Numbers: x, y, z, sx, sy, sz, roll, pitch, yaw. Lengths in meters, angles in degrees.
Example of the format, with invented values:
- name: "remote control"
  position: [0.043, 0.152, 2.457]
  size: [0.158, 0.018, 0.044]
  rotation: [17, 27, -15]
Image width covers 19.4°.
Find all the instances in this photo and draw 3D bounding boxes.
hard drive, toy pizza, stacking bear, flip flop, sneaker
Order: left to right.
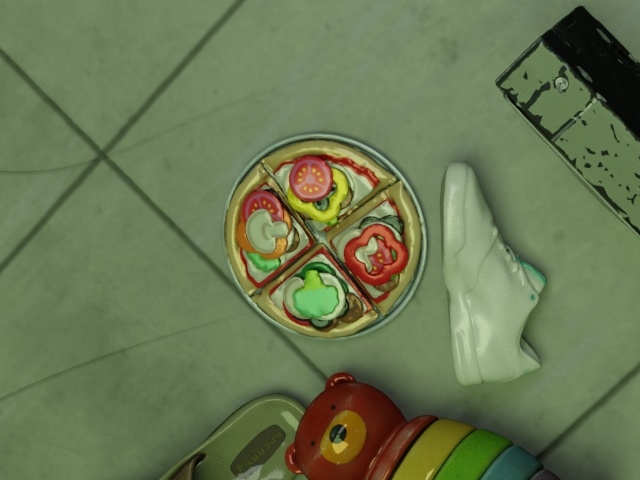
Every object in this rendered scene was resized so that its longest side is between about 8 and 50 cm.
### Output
- name: "flip flop"
  position: [-0.105, 0.256, 1.758]
  size: [0.277, 0.080, 0.112]
  rotation: [-45, 97, -12]
- name: "toy pizza"
  position: [0.000, 0.000, 1.753]
  size: [0.201, 0.032, 0.201]
  rotation: [4, 104, 15]
- name: "stacking bear"
  position: [0.104, 0.231, 1.714]
  size: [0.289, 0.164, 0.175]
  rotation: [30, 92, 18]
- name: "sneaker"
  position: [0.158, 0.026, 1.701]
  size: [0.094, 0.080, 0.212]
  rotation: [-6, 108, 5]
- name: "hard drive"
  position: [0.297, -0.044, 1.550]
  size: [0.339, 0.237, 0.064]
  rotation: [45, 111, 1]
